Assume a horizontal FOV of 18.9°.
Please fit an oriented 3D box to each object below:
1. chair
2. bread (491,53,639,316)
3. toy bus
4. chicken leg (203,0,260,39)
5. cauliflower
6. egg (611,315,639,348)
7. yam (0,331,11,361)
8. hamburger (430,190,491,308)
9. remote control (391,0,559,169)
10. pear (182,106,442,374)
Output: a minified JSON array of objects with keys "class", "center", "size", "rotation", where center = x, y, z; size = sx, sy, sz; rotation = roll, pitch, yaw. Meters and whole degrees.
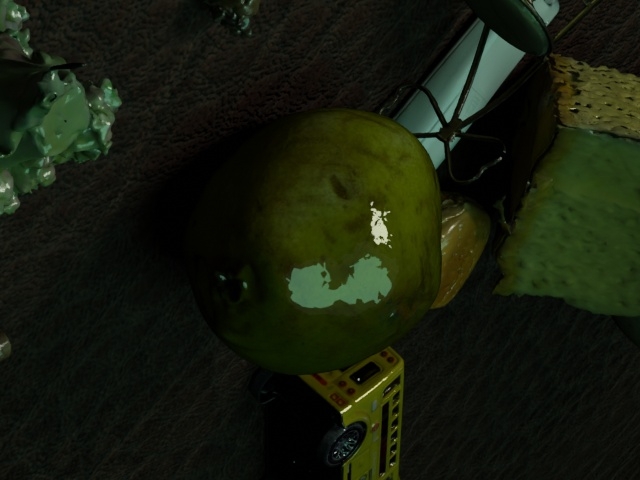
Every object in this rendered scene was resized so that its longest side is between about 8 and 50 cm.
[{"class":"chair","center":[0.188,-0.236,1.968],"size":[0.326,0.160,0.170],"rotation":[-48,148,-6]},{"class":"bread","center":[0.318,-0.030,2.177],"size":[0.279,0.248,0.315],"rotation":[-77,177,-74]},{"class":"toy bus","center":[0.017,0.248,2.290],"size":[0.151,0.145,0.331],"rotation":[-34,146,-28]},{"class":"chicken leg","center":[-0.033,-0.272,1.699],"size":[0.196,0.080,0.125],"rotation":[-38,129,6]},{"class":"cauliflower","center":[-0.253,-0.100,1.418],"size":[0.256,0.315,0.239],"rotation":[-51,127,-28]},{"class":"egg","center":[0.509,-0.006,2.469],"size":[0.345,0.345,0.428],"rotation":[-48,142,-3]},{"class":"yam","center":[-0.350,0.128,1.781],"size":[0.145,0.032,0.032],"rotation":[-31,145,-31]},{"class":"hamburger","center":[0.131,0.010,2.241],"size":[0.138,0.083,0.147],"rotation":[15,108,-58]},{"class":"remote control","center":[0.158,-0.165,2.110],"size":[0.293,0.051,0.103],"rotation":[-52,150,2]},{"class":"pear","center":[0.000,0.000,1.898],"size":[0.321,0.269,0.269],"rotation":[-20,141,-61]}]
